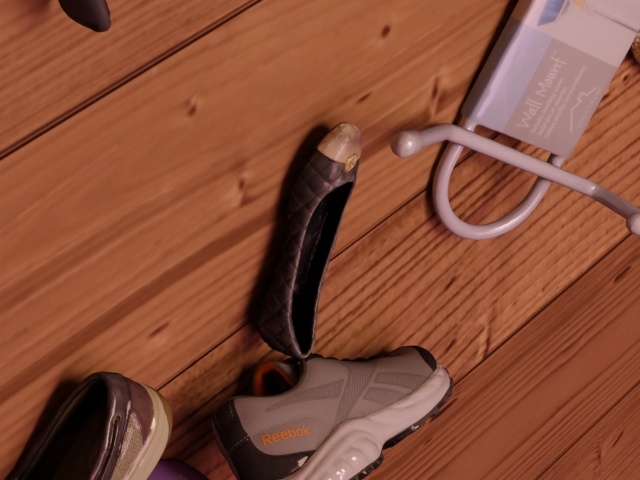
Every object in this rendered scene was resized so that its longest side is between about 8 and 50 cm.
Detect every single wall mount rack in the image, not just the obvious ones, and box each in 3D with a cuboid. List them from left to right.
[{"bbox_3d":[0.179,-0.142,1.145,0.304,0.130,0.350,16,106,-39],"label":"wall mount rack"}]

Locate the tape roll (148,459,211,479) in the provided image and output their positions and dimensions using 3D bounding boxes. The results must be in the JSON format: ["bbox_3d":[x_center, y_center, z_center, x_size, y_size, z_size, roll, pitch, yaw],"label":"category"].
[{"bbox_3d":[-0.120,0.255,1.119,0.189,0.080,0.189,-33,138,-35],"label":"tape roll"}]

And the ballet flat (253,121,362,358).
[{"bbox_3d":[0.000,0.000,1.100,0.057,0.049,0.173,-9,123,-51],"label":"ballet flat"}]

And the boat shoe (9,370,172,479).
[{"bbox_3d":[-0.177,0.179,0.991,0.224,0.080,0.073,-59,142,-9],"label":"boat shoe"}]

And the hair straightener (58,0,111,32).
[{"bbox_3d":[-0.147,-0.185,0.759,0.089,0.047,0.230,-45,145,-20],"label":"hair straightener"}]

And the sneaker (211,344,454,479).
[{"bbox_3d":[0.013,0.118,1.170,0.100,0.108,0.271,-40,173,27],"label":"sneaker"}]

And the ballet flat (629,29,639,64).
[{"bbox_3d":[0.331,-0.161,1.394,0.206,0.067,0.073,19,101,-56],"label":"ballet flat"}]
